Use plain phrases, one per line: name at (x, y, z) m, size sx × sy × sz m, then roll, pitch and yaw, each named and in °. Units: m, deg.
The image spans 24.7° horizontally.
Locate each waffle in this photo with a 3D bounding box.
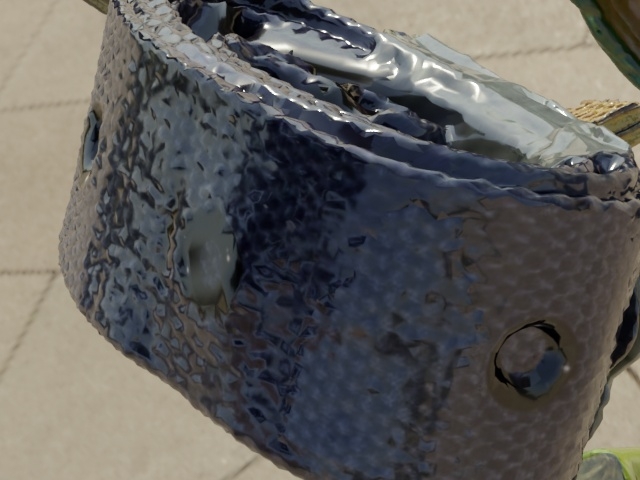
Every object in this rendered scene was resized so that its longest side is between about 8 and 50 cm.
waffle at (0.264, -0.107, 1.503) m, size 0.102 × 0.042 × 0.148 m, roll -26°, pitch 11°, yaw -10°

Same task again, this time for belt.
belt at (0.000, 0.000, 0.461) m, size 0.230 × 0.139 × 0.126 m, roll 36°, pitch 117°, yaw 52°

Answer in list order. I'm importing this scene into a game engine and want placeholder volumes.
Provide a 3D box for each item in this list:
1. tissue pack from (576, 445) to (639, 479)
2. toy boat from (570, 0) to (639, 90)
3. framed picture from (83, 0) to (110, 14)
tissue pack at (0.201, 0.238, 0.995) m, size 0.200 × 0.274 × 0.167 m, roll -29°, pitch 66°, yaw 32°
toy boat at (0.167, -0.124, 0.707) m, size 0.089 × 0.229 × 0.088 m, roll -35°, pitch 9°, yaw 22°
framed picture at (-0.224, -0.279, 0.705) m, size 0.016 × 0.347 × 0.265 m, roll -27°, pitch 66°, yaw 17°
